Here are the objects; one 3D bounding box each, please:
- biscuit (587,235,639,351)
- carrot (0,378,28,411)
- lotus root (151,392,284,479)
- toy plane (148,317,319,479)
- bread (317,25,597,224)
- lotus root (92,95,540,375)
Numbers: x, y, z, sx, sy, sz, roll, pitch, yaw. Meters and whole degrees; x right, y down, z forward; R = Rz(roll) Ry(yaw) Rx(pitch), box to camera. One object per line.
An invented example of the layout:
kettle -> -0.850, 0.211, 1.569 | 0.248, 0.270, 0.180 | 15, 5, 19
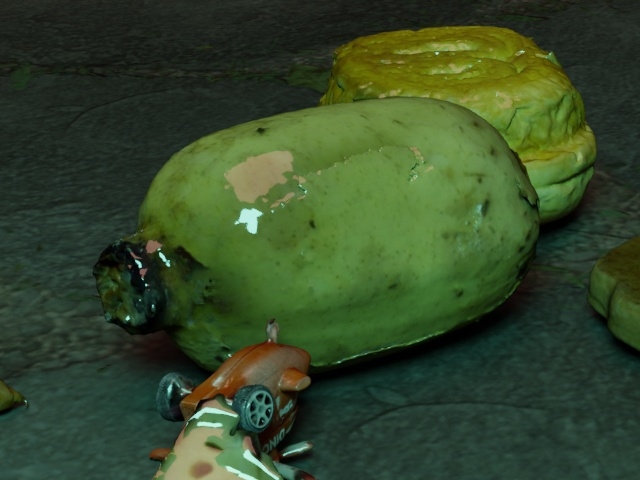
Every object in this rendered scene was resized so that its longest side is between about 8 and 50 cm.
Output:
biscuit -> 0.311, 0.063, 0.810 | 0.319, 0.047, 0.183 | 7, 30, 20
carrot -> -0.289, 0.091, 0.819 | 0.224, 0.057, 0.057 | -1, 26, -4
lotus root -> -0.043, 0.166, 0.550 | 0.095, 0.135, 0.159 | -13, 41, -16
toy plane -> -0.071, 0.116, 0.723 | 0.194, 0.077, 0.126 | -29, 26, -26
bread -> 0.101, -0.083, 1.044 | 0.198, 0.120, 0.236 | -6, 27, -10
lotus root -> 0.000, 0.000, 0.847 | 0.284, 0.160, 0.146 | -14, -13, -24
